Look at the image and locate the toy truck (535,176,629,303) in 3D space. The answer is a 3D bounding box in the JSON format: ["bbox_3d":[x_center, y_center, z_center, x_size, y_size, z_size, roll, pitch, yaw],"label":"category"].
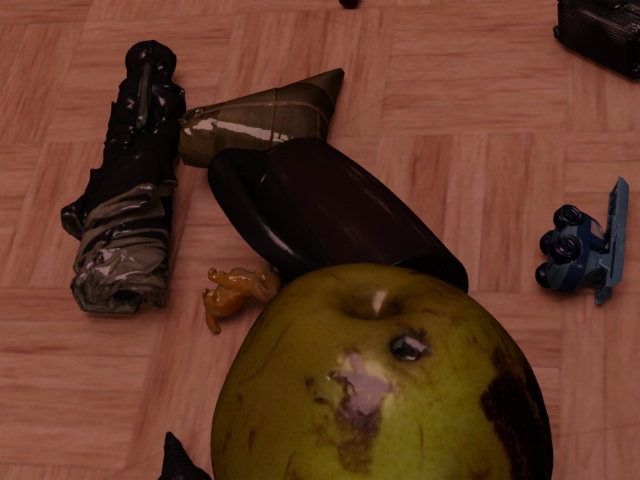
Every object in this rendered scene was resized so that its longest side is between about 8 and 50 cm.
[{"bbox_3d":[0.252,-0.009,1.108,0.074,0.063,0.136,15,56,0],"label":"toy truck"}]

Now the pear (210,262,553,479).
[{"bbox_3d":[0.051,0.152,0.897,0.283,0.283,0.283,-7,54,9],"label":"pear"}]

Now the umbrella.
[{"bbox_3d":[-0.204,-0.085,1.242,0.113,0.106,0.357,-8,54,13],"label":"umbrella"}]

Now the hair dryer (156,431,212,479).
[{"bbox_3d":[-0.074,0.289,0.956,0.189,0.107,0.352,-18,48,-3],"label":"hair dryer"}]

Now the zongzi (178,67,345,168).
[{"bbox_3d":[-0.064,-0.142,1.257,0.160,0.078,0.176,13,52,-1],"label":"zongzi"}]

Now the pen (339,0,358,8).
[{"bbox_3d":[0.072,-0.370,1.428,0.026,0.026,0.218,12,58,21],"label":"pen"}]

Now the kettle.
[{"bbox_3d":[0.000,0.000,1.093,0.202,0.144,0.232,5,33,-40],"label":"kettle"}]

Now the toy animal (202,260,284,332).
[{"bbox_3d":[-0.071,0.056,1.140,0.083,0.060,0.081,10,83,17],"label":"toy animal"}]

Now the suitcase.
[{"bbox_3d":[0.308,-0.233,1.234,0.126,0.086,0.059,35,71,32],"label":"suitcase"}]
